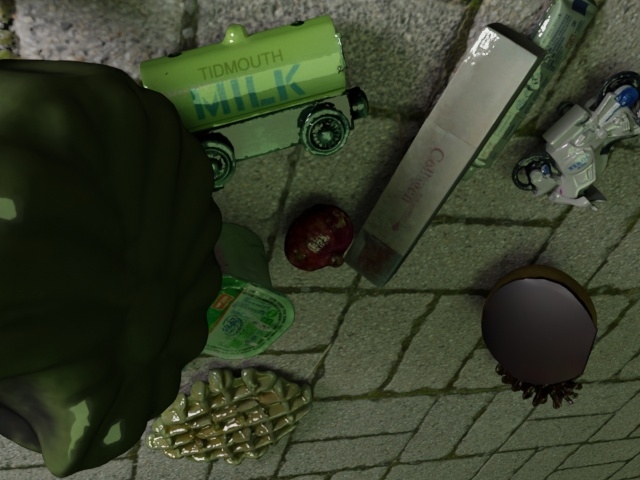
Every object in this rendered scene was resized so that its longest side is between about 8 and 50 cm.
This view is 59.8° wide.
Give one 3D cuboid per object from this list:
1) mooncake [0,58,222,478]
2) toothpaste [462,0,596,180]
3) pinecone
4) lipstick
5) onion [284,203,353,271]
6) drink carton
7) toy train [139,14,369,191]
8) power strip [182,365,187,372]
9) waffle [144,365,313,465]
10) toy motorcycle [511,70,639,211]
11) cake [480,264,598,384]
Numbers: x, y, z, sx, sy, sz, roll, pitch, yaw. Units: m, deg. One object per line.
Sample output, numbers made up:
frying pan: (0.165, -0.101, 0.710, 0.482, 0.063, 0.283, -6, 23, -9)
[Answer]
mooncake: (-0.221, 0.019, 0.494, 0.187, 0.352, 0.351, 6, 139, 21)
toothpaste: (0.256, -0.190, 0.726, 0.069, 0.047, 0.269, 22, 122, -11)
pinecone: (0.454, 0.265, 1.139, 0.162, 0.165, 0.163, -11, 127, -15)
lipstick: (0.150, -0.097, 0.738, 0.079, 0.076, 0.372, -36, 159, -53)
onion: (0.000, 0.000, 0.790, 0.107, 0.097, 0.107, -26, 152, -15)
drink carton: (-0.124, 0.063, 0.773, 0.144, 0.142, 0.146, 27, 119, -33)
toy train: (-0.074, -0.159, 0.619, 0.253, 0.105, 0.158, -15, 124, -2)
power strip: (-0.243, 0.195, 0.947, 0.040, 0.016, 0.090, 4, 131, -21)
waffle: (-0.170, 0.354, 1.096, 0.291, 0.056, 0.309, 24, 120, -34)
toy motorcycle: (0.391, -0.132, 0.792, 0.150, 0.102, 0.221, 31, 118, -24)
cake: (0.400, 0.146, 1.003, 0.185, 0.208, 0.178, -49, 155, 25)
